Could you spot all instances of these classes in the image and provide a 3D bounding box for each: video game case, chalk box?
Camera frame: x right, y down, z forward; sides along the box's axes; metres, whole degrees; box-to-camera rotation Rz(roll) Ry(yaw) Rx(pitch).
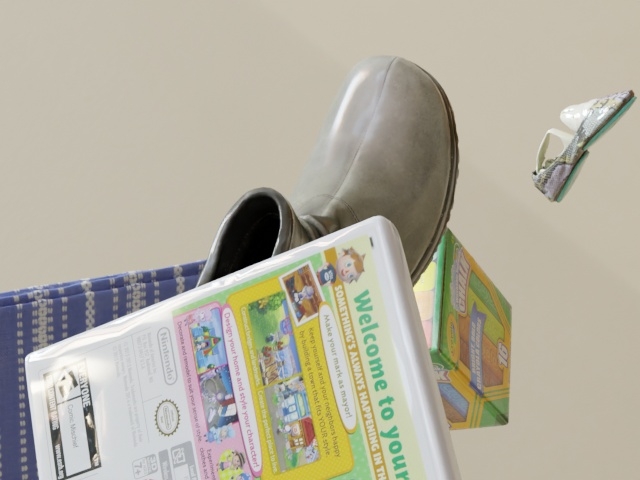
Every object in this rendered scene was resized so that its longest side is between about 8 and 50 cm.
[{"bbox_3d":[-0.032,0.117,0.646,0.023,0.193,0.212,38,-145,-58],"label":"video game case"},{"bbox_3d":[0.078,0.076,1.365,0.213,0.132,0.132,46,-137,-50],"label":"chalk box"}]

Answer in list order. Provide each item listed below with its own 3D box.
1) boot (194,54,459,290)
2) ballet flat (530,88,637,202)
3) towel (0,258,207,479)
[{"bbox_3d":[0.000,0.000,0.771,0.083,0.161,0.246,15,-99,20],"label":"boot"},{"bbox_3d":[0.186,-0.075,1.085,0.041,0.114,0.041,16,-136,-16],"label":"ballet flat"},{"bbox_3d":[-0.148,0.139,1.066,0.336,0.040,0.243,-9,-76,-36],"label":"towel"}]
